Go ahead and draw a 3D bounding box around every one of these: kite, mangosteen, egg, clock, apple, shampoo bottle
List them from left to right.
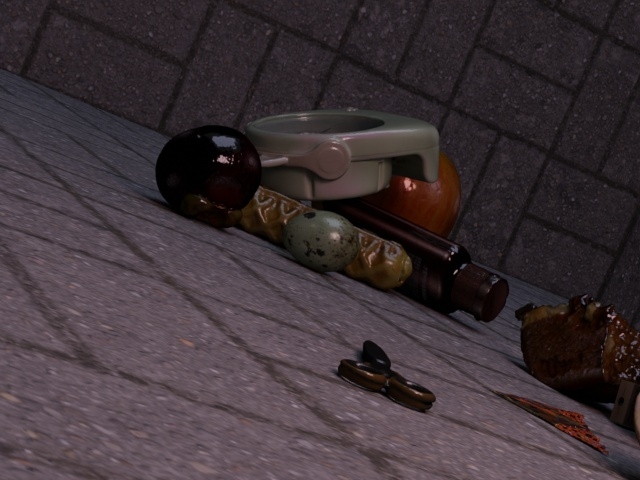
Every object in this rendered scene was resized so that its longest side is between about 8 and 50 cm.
[{"bbox_3d":[-0.153,-0.086,1.946,0.152,0.153,0.152,23,4,-2],"label":"mangosteen"},{"bbox_3d":[0.000,0.000,1.949,0.110,0.085,0.085,12,2,10],"label":"egg"},{"bbox_3d":[0.002,-0.136,2.211,0.324,0.109,0.265,-10,18,-32],"label":"clock"},{"bbox_3d":[0.112,-0.075,2.498,0.286,0.233,0.286,21,1,0],"label":"apple"},{"bbox_3d":[0.141,0.028,2.160,0.323,0.129,0.084,25,43,34],"label":"shampoo bottle"},{"bbox_3d":[0.238,0.183,1.497,0.125,0.008,0.222,21,4,1],"label":"kite"}]

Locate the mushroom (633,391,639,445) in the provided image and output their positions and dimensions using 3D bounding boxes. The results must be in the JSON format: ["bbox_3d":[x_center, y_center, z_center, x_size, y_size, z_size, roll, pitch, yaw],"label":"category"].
[{"bbox_3d":[0.398,0.214,1.326,0.236,0.173,0.162,-87,160,-48],"label":"mushroom"}]

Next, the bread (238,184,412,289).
[{"bbox_3d":[-0.034,-0.022,2.089,0.367,0.077,0.084,25,3,3],"label":"bread"}]

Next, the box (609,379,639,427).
[{"bbox_3d":[0.395,0.206,1.710,0.083,0.053,0.024,19,-3,-35],"label":"box"}]

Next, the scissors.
[{"bbox_3d":[0.053,0.114,1.271,0.088,0.017,0.220,20,4,-4],"label":"scissors"}]

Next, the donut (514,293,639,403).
[{"bbox_3d":[0.345,0.152,1.817,0.126,0.144,0.186,28,-29,-24],"label":"donut"}]
